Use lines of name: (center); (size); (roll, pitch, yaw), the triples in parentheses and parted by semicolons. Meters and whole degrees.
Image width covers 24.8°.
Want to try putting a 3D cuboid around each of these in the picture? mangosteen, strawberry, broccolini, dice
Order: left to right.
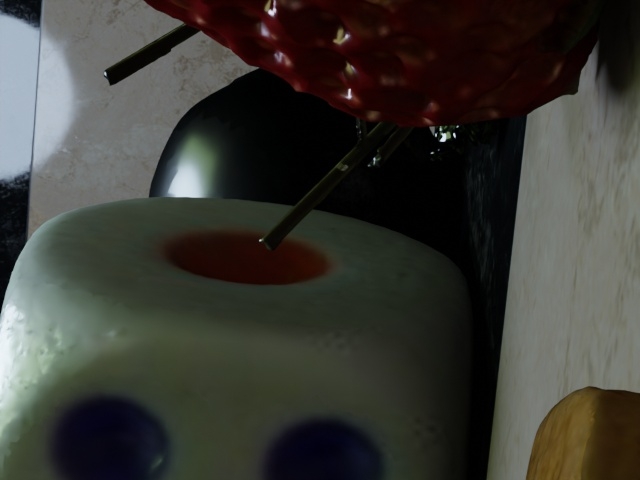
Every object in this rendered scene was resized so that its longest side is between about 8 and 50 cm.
dice: (-0.062, 0.150, 1.008); (0.277, 0.304, 0.304); (-86, 1, -72)
strawberry: (-0.001, -0.148, 0.559); (0.205, 0.244, 0.205); (-173, 90, -88)
mangosteen: (0.000, 0.000, 1.226); (0.302, 0.275, 0.275); (59, 173, 9)
broccolini: (0.084, -0.104, 0.985); (0.271, 0.062, 0.123); (151, 140, -83)

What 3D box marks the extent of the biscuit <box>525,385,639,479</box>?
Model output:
biscuit: (0.065, 0.207, 0.390); (0.202, 0.047, 0.334); (95, 180, -77)

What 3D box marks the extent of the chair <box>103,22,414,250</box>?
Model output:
chair: (0.049, -0.159, 0.798); (0.325, 0.170, 0.160); (-43, 3, -36)
